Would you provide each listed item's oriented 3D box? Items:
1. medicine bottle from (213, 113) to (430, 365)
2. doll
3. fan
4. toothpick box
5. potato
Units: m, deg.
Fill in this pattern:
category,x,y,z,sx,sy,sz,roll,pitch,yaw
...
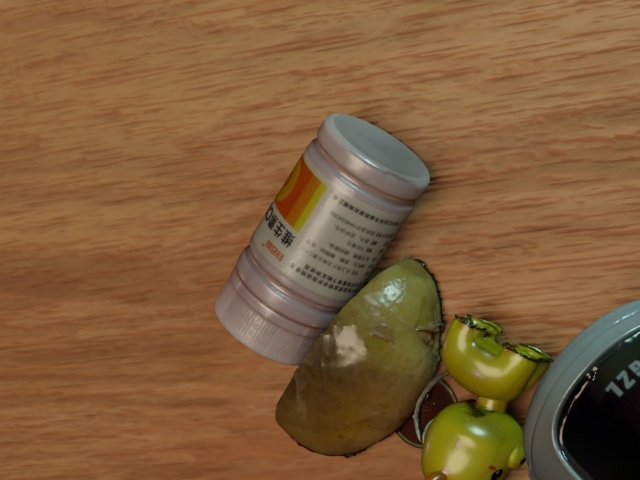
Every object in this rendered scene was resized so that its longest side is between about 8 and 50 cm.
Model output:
category,x,y,z,sx,sy,sz,roll,pitch,yaw
medicine bottle,0.000,0.000,2.019,0.133,0.133,0.249,39,112,18
doll,0.151,0.196,1.963,0.135,0.143,0.221,25,99,21
fan,0.111,0.159,2.048,0.085,0.005,0.133,3,97,27
toothpick box,0.379,0.242,1.736,0.354,0.263,0.263,47,116,45
potato,0.040,0.149,2.025,0.120,0.100,0.261,45,112,22
